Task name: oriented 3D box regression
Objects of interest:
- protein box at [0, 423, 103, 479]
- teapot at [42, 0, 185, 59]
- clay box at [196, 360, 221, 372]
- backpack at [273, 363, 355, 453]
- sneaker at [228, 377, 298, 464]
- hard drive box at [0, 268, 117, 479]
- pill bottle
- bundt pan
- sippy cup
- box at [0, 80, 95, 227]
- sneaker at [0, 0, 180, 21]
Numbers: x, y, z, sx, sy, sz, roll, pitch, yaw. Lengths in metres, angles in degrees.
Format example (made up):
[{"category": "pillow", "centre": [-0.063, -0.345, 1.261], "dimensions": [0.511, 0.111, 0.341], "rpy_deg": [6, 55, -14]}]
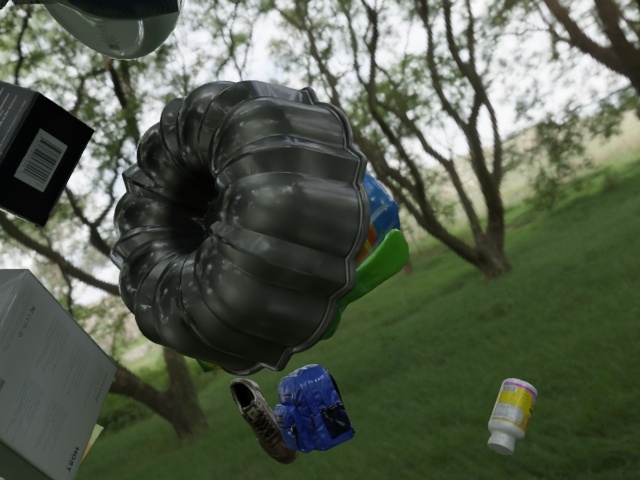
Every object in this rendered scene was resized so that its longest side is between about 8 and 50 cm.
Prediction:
[{"category": "protein box", "centre": [-0.531, 0.432, 1.388], "dimensions": [0.201, 0.136, 0.200], "rpy_deg": [-53, 8, 36]}, {"category": "teapot", "centre": [-0.290, -0.409, 1.121], "dimensions": [0.187, 0.256, 0.252], "rpy_deg": [-58, 10, -29]}, {"category": "clay box", "centre": [-0.190, 0.074, 1.153], "dimensions": [0.053, 0.222, 0.127], "rpy_deg": [-19, 22, 31]}, {"category": "backpack", "centre": [-0.017, 0.251, 1.131], "dimensions": [0.101, 0.120, 0.098], "rpy_deg": [-17, -2, -31]}, {"category": "sneaker", "centre": [-0.114, 0.333, 1.393], "dimensions": [0.066, 0.188, 0.071], "rpy_deg": [-45, -32, 4]}, {"category": "hard drive box", "centre": [-0.359, 0.172, 0.909], "dimensions": [0.089, 0.181, 0.232], "rpy_deg": [0, -39, 18]}, {"category": "pill bottle", "centre": [0.224, 0.209, 0.893], "dimensions": [0.083, 0.043, 0.043], "rpy_deg": [-62, 11, -27]}, {"category": "bundt pan", "centre": [-0.110, -0.025, 0.804], "dimensions": [0.331, 0.331, 0.124], "rpy_deg": [-31, -31, 34]}, {"category": "sippy cup", "centre": [0.000, 0.000, 1.191], "dimensions": [0.224, 0.305, 0.240], "rpy_deg": [-42, -25, -25]}, {"category": "box", "centre": [-0.433, -0.127, 1.008], "dimensions": [0.108, 0.207, 0.153], "rpy_deg": [39, -106, -56]}, {"category": "sneaker", "centre": [-0.317, -0.366, 0.871], "dimensions": [0.315, 0.182, 0.127], "rpy_deg": [0, -10, -12]}]
